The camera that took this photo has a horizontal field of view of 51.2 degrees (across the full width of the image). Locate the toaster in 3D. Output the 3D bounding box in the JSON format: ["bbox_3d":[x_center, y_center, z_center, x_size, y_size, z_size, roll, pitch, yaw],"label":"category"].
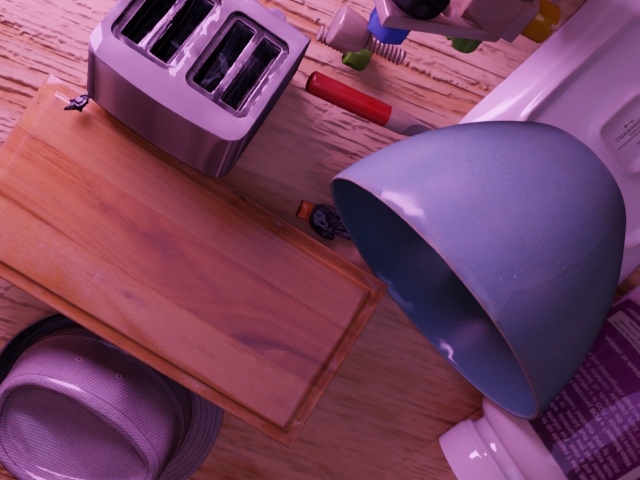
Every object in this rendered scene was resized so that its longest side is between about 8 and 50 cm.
[{"bbox_3d":[-0.124,-0.168,0.648,0.168,0.110,0.186,33,70,-7],"label":"toaster"}]

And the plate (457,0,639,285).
[{"bbox_3d":[0.341,-0.119,0.737,0.277,0.045,0.278,-44,100,7],"label":"plate"}]

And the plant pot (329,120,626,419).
[{"bbox_3d":[0.175,-0.002,0.652,0.195,0.290,0.290,-38,101,-8],"label":"plant pot"}]

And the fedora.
[{"bbox_3d":[-0.254,0.207,0.751,0.275,0.124,0.244,33,100,-8],"label":"fedora"}]

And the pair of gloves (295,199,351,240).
[{"bbox_3d":[0.000,0.000,0.771,0.074,0.010,0.083,18,99,-4],"label":"pair of gloves"}]

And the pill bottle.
[{"bbox_3d":[0.290,0.192,0.739,0.301,0.169,0.169,-34,101,6],"label":"pill bottle"}]

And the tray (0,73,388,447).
[{"bbox_3d":[-0.155,0.025,0.714,0.411,0.076,0.203,32,88,-6],"label":"tray"}]

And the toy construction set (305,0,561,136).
[{"bbox_3d":[0.157,-0.231,0.638,0.237,0.257,0.309,22,122,-18],"label":"toy construction set"}]
